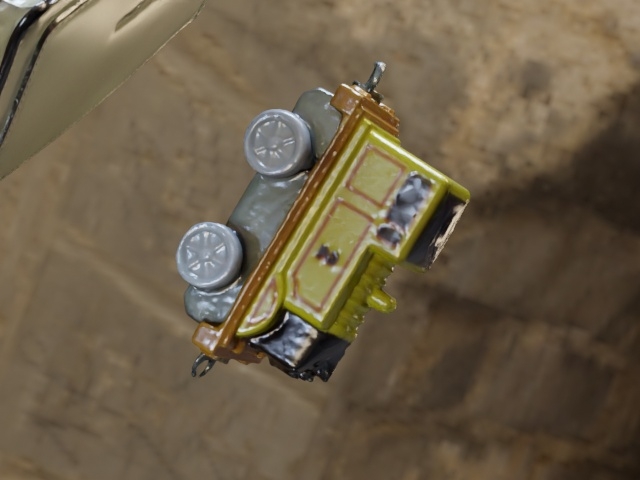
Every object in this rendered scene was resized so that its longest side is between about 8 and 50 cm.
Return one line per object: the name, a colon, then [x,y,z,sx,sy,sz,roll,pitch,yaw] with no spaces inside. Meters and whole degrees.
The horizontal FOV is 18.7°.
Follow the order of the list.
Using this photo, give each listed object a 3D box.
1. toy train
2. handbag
toy train: [0.000,0.000,1.152,0.219,0.127,0.089,-59,-18,2]
handbag: [-0.191,-0.177,1.333,0.358,0.160,0.236,-48,-13,-49]
